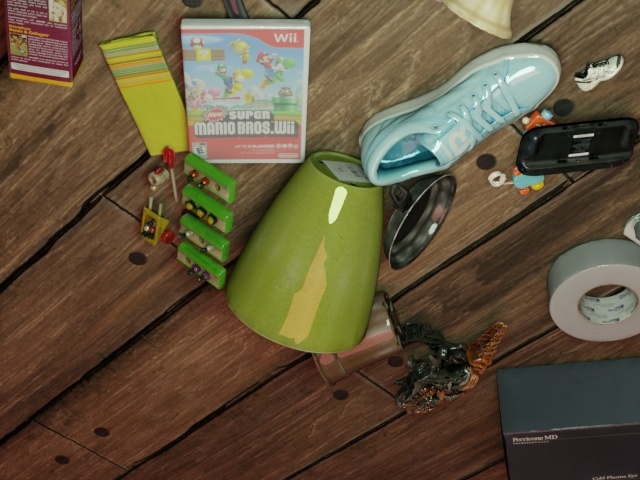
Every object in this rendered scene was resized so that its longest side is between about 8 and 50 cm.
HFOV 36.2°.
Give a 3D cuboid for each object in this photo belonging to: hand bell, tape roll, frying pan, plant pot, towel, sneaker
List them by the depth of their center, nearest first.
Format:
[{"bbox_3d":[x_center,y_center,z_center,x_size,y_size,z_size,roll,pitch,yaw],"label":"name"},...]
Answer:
[{"bbox_3d":[0.288,-0.430,1.424,0.126,0.126,0.242,22,118,-16],"label":"hand bell"},{"bbox_3d":[0.449,-0.275,1.583,0.037,0.032,0.083,37,124,-27],"label":"sneaker"},{"bbox_3d":[0.230,-0.184,1.600,0.366,0.150,0.135,-27,126,25],"label":"sneaker"},{"bbox_3d":[-0.286,-0.246,1.667,0.102,0.021,0.237,-5,133,15],"label":"towel"},{"bbox_3d":[0.141,-0.030,1.681,0.053,0.326,0.197,34,112,23],"label":"frying pan"},{"bbox_3d":[0.000,0.000,1.736,0.275,0.275,0.293,15,116,-10],"label":"plant pot"},{"bbox_3d":[0.548,0.098,1.882,0.219,0.072,0.219,2,134,3],"label":"tape roll"},{"bbox_3d":[0.072,0.186,1.946,0.165,0.167,0.167,-19,128,11],"label":"plant pot"}]

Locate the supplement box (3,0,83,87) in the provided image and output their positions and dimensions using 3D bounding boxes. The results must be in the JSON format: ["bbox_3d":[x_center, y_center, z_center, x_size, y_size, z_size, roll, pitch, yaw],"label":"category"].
[{"bbox_3d":[-0.434,-0.346,1.541,0.104,0.081,0.188,8,132,-4],"label":"supplement box"}]

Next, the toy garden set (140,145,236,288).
[{"bbox_3d":[-0.249,-0.047,1.750,0.204,0.049,0.244,33,134,25],"label":"toy garden set"}]

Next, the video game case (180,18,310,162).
[{"bbox_3d":[-0.123,-0.241,1.630,0.204,0.025,0.285,0,136,-4],"label":"video game case"}]

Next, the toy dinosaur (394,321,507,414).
[{"bbox_3d":[0.256,0.254,2.030,0.218,0.164,0.322,19,113,-32],"label":"toy dinosaur"}]

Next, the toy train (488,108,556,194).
[{"bbox_3d":[0.363,-0.156,1.684,0.125,0.046,0.166,19,128,-21],"label":"toy train"}]

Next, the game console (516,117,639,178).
[{"bbox_3d":[0.507,-0.176,1.627,0.361,0.044,0.213,-7,132,-5],"label":"game console"}]

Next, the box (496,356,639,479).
[{"bbox_3d":[0.566,0.426,2.111,0.343,0.179,0.312,-6,132,9],"label":"box"}]

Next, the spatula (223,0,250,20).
[{"bbox_3d":[-0.157,-0.420,1.488,0.084,0.030,0.296,-15,133,10],"label":"spatula"}]

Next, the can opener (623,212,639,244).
[{"bbox_3d":[0.681,0.040,1.810,0.283,0.095,0.076,32,127,-15],"label":"can opener"}]
